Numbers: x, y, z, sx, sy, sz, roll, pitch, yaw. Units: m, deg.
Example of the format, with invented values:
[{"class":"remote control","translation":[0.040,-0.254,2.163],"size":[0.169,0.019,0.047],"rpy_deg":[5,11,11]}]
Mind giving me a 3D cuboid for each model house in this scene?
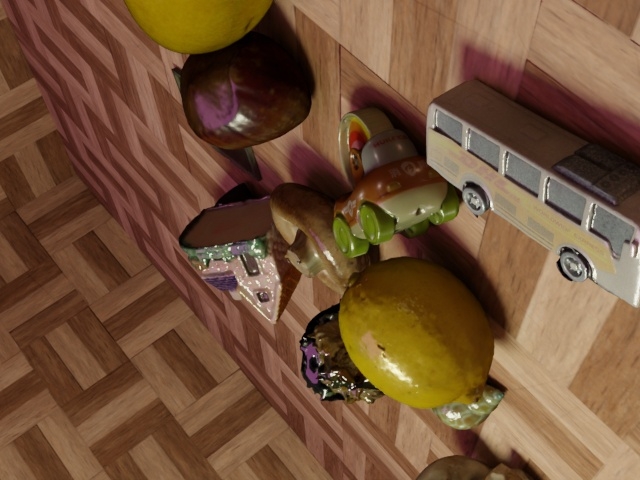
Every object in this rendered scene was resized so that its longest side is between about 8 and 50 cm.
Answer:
[{"class":"model house","translation":[-0.162,0.054,1.898],"size":[0.237,0.202,0.237],"rpy_deg":[-10,120,19]}]

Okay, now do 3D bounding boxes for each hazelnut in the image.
[{"class":"hazelnut","translation":[-0.132,-0.246,1.469],"size":[0.234,0.218,0.218],"rpy_deg":[31,150,49]}]

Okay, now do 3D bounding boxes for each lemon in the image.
[{"class":"lemon","translation":[0.157,0.150,1.403],"size":[0.236,0.236,0.263],"rpy_deg":[12,131,63]}]

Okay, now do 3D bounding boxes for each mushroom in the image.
[{"class":"mushroom","translation":[0.321,0.570,1.699],"size":[0.297,0.297,0.290],"rpy_deg":[53,137,4]},{"class":"mushroom","translation":[0.000,0.000,1.660],"size":[0.278,0.146,0.278],"rpy_deg":[46,169,11]}]

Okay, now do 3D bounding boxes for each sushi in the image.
[{"class":"sushi","translation":[0.078,0.226,1.745],"size":[0.225,0.238,0.219],"rpy_deg":[64,168,7]}]

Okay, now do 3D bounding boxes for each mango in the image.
[{"class":"mango","translation":[-0.201,-0.431,1.245],"size":[0.301,0.221,0.445],"rpy_deg":[26,150,-3]}]

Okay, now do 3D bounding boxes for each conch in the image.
[{"class":"conch","translation":[0.263,0.300,1.607],"size":[0.116,0.106,0.173],"rpy_deg":[32,176,6]}]

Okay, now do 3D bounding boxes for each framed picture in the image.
[{"class":"framed picture","translation":[-0.243,-0.268,1.971],"size":[0.281,0.019,0.209],"rpy_deg":[39,156,38]}]

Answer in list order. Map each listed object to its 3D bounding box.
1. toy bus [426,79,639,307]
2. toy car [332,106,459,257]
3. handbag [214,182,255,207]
[{"class":"toy bus","translation":[0.268,-0.065,0.998],"size":[0.342,0.097,0.138],"rpy_deg":[40,149,39]},{"class":"toy car","translation":[0.090,-0.103,1.320],"size":[0.235,0.145,0.235],"rpy_deg":[53,152,44]},{"class":"handbag","translation":[-0.176,0.006,2.135],"size":[0.257,0.113,0.285],"rpy_deg":[48,154,1]}]
